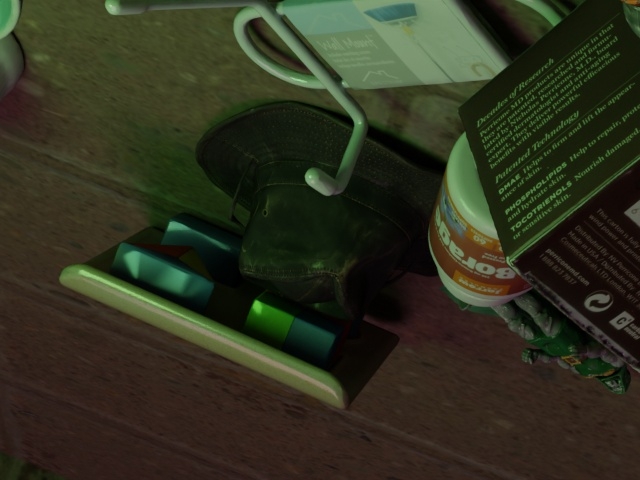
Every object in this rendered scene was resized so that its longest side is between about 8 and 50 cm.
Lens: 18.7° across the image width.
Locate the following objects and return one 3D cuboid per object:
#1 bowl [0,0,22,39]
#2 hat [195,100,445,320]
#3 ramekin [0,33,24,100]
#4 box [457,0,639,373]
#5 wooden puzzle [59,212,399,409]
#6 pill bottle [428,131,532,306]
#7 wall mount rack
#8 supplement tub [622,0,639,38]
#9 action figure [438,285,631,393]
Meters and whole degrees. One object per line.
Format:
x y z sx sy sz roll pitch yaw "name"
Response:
-0.345 -0.303 1.509 0.311 0.163 0.311 19 159 8 "bowl"
0.000 0.000 1.930 0.331 0.134 0.331 20 158 8 "hat"
-0.451 -0.176 1.943 0.277 0.135 0.277 19 158 8 "ramekin"
0.229 -0.048 1.423 0.167 0.203 0.168 -41 122 20 "box"
-0.080 0.058 2.088 0.322 0.080 0.348 23 -170 8 "wooden puzzle"
0.161 -0.018 1.744 0.121 0.121 0.216 20 158 5 "pill bottle"
0.015 -0.153 1.562 0.350 0.130 0.304 -1 146 43 "wall mount rack"
0.286 -0.154 1.316 0.190 0.117 0.117 34 155 -29 "supplement tub"
0.248 0.099 2.027 0.232 0.063 0.137 32 154 -31 "action figure"
